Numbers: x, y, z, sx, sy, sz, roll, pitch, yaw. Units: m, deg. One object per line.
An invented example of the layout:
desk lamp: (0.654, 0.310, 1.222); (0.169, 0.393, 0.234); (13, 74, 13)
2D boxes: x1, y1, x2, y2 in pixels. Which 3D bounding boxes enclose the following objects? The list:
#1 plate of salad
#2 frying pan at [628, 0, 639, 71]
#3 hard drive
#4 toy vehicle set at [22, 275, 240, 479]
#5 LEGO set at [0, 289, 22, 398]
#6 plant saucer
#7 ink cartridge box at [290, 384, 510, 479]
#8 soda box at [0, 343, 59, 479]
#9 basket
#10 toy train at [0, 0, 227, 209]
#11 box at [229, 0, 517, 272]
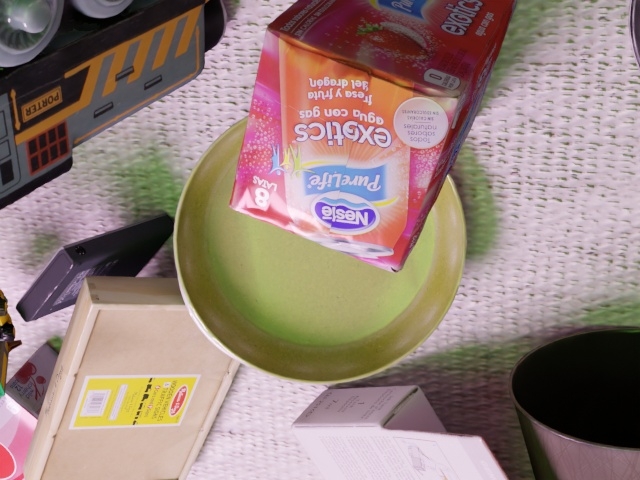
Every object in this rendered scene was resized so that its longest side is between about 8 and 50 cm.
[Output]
plate of salad: (-0.026, 0.020, 0.931); (0.200, 0.048, 0.200); (0, 102, 2)
frying pan: (0.360, -0.108, 0.730); (0.326, 0.053, 0.197); (43, 124, -2)
hard drive: (-0.202, 0.024, 0.962); (0.022, 0.135, 0.094); (51, 124, 11)
toy vehicle set: (-0.175, 0.144, 1.016); (0.166, 0.035, 0.267); (4, 129, -30)
LEGO set: (-0.437, 0.028, 0.969); (0.331, 0.192, 0.255); (-10, 138, 2)
plant saucer: (0.000, 0.000, 0.882); (0.241, 0.037, 0.241); (0, 101, 2)
ink cartridge box: (0.137, 0.264, 0.946); (0.261, 0.066, 0.296); (-12, 115, 52)
soda box: (-0.354, 0.229, 1.156); (0.083, 0.092, 0.263); (42, 123, -7)
basket: (0.263, 0.208, 0.879); (0.204, 0.154, 0.227); (1, 121, 15)
toy train: (-0.182, -0.156, 0.748); (0.142, 0.334, 0.190); (24, 131, 23)
box: (0.045, -0.106, 0.722); (0.123, 0.257, 0.128); (21, 123, 8)
